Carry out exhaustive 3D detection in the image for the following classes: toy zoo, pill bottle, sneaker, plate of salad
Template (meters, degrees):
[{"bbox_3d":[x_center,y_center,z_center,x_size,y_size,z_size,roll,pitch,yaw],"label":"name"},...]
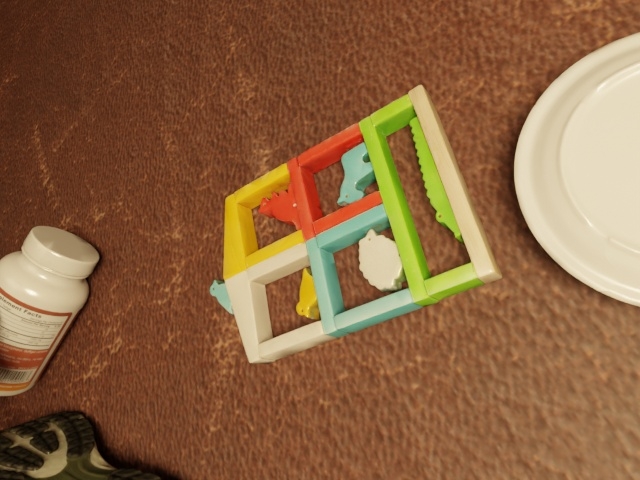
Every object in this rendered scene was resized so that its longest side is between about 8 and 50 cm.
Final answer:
[{"bbox_3d":[0.000,0.000,0.472,0.294,0.030,0.192,-25,63,25],"label":"toy zoo"},{"bbox_3d":[-0.402,0.093,0.660,0.121,0.121,0.216,38,98,36],"label":"pill bottle"},{"bbox_3d":[-0.290,0.324,0.514,0.411,0.158,0.181,8,98,40],"label":"sneaker"},{"bbox_3d":[0.237,-0.050,0.318,0.200,0.048,0.199,-6,75,22],"label":"plate of salad"}]
